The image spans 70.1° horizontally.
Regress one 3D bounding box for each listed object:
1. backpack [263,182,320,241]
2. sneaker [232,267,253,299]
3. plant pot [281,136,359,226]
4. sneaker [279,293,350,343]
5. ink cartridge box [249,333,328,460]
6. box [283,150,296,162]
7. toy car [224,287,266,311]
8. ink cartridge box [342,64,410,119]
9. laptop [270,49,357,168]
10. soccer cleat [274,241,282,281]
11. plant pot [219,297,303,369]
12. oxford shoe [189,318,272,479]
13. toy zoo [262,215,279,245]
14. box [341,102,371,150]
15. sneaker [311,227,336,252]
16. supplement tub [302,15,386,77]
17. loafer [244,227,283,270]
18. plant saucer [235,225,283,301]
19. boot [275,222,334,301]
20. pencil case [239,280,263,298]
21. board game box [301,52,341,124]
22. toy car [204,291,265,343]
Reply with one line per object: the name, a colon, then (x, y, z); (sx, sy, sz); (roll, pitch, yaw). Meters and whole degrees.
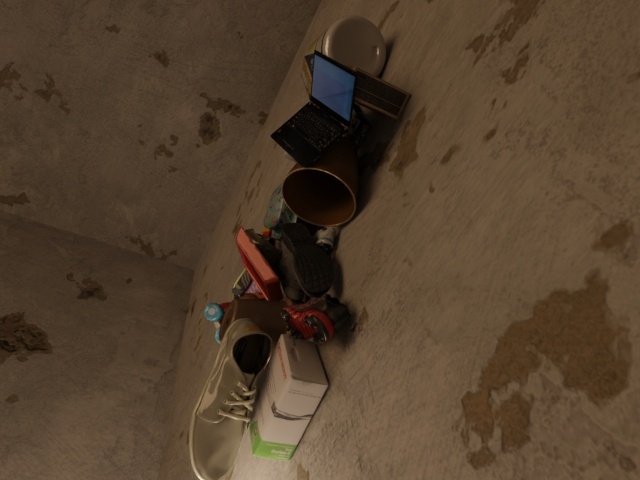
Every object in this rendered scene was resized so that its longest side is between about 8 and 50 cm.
backpack: (-0.101, -0.098, 1.696); (0.253, 0.191, 0.225); (144, 141, -64)
sneaker: (-0.311, 0.183, 2.060); (0.299, 0.111, 0.121); (-69, 25, 8)
plant pot: (0.026, -0.215, 1.454); (0.237, 0.237, 0.254); (-45, 19, 48)
sneaker: (-0.014, 0.209, 1.259); (0.135, 0.097, 0.276); (-30, 10, -27)
ink cartridge box: (-0.099, 0.434, 1.278); (0.272, 0.115, 0.198); (-64, 21, 16)
box: (-0.111, -0.435, 2.150); (0.102, 0.087, 0.101); (-20, 53, 64)
toy car: (-0.265, 0.250, 1.757); (0.149, 0.189, 0.155); (9, 80, 69)
ink cartridge box: (0.138, -0.460, 1.404); (0.088, 0.193, 0.234); (-65, 20, 15)
laptop: (-0.029, -0.382, 1.320); (0.264, 0.136, 0.234); (-41, 47, -1)
soccer cleat: (-0.145, 0.081, 1.799); (0.248, 0.095, 0.083); (-79, -19, -59)
plant pot: (-0.200, 0.291, 1.505); (0.263, 0.229, 0.263); (-51, 27, 38)
oxford shoe: (-0.244, 0.438, 1.270); (0.130, 0.169, 0.449); (-6, 64, 48)
toy zoo: (-0.203, 0.032, 1.880); (0.192, 0.030, 0.293); (77, -168, -51)
box: (0.100, -0.391, 1.645); (0.159, 0.044, 0.233); (-59, 23, 26)
sneaker: (0.000, 0.000, 1.522); (0.191, 0.071, 0.082); (-16, 46, 59)
supplement tub: (0.073, -0.662, 1.693); (0.325, 0.236, 0.235); (17, 87, 69)
loafer: (-0.207, 0.026, 1.696); (0.087, 0.094, 0.251); (-32, 45, -13)
plant saucer: (-0.220, 0.111, 1.628); (0.258, 0.048, 0.259); (52, 163, 26)
boot: (-0.055, 0.116, 1.447); (0.338, 0.118, 0.222); (-114, 28, -51)
pencil case: (-0.272, 0.209, 1.958); (0.206, 0.088, 0.086); (-57, 26, 32)
board game box: (0.000, -0.461, 1.492); (0.165, 0.042, 0.243); (-171, 61, -84)
toy car: (-0.312, 0.316, 1.879); (0.238, 0.219, 0.210); (-31, 66, -2)
